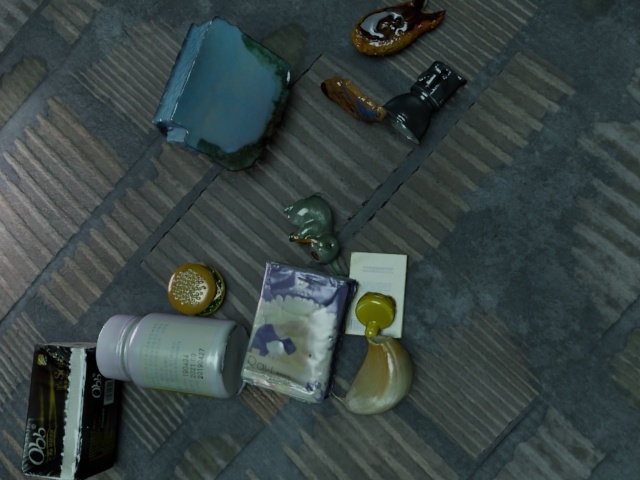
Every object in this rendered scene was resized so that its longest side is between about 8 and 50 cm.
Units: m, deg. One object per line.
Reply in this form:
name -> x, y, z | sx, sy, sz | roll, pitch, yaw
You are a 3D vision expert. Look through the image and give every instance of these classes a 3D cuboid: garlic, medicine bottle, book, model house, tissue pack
garlic -> 0.148, 0.361, 1.527 | 0.164, 0.145, 0.244 | 34, 112, 9
medicine bottle -> -0.401, 0.310, 1.633 | 0.379, 0.213, 0.213 | 4, 84, 14
book -> 0.151, 0.148, 1.619 | 0.161, 0.026, 0.230 | 4, 84, 13
model house -> -0.325, -0.401, 1.706 | 0.339, 0.297, 0.360 | 15, 85, 51
tissue pack -> -0.693, 0.468, 1.685 | 0.198, 0.210, 0.369 | 1, 82, 17
tissue pack -> -0.058, 0.245, 1.596 | 0.243, 0.125, 0.343 | 14, 92, 16

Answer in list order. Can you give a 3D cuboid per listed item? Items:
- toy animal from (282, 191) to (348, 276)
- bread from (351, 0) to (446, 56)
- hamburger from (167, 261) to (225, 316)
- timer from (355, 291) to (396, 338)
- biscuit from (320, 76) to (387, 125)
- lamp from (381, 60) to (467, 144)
toy animal -> 0.001, -0.001, 1.632 | 0.127, 0.125, 0.251 | -38, 81, 35
bread -> 0.218, -0.609, 1.677 | 0.269, 0.095, 0.139 | -27, 79, -6
hamburger -> -0.355, 0.141, 1.694 | 0.162, 0.115, 0.161 | -2, 80, 12
timer -> 0.141, 0.192, 1.545 | 0.107, 0.109, 0.107 | 10, 127, 13
biscuit -> 0.082, -0.389, 1.635 | 0.043, 0.183, 0.280 | -49, 48, -8
lamp -> 0.288, -0.392, 1.586 | 0.147, 0.172, 0.227 | 43, 95, 16
